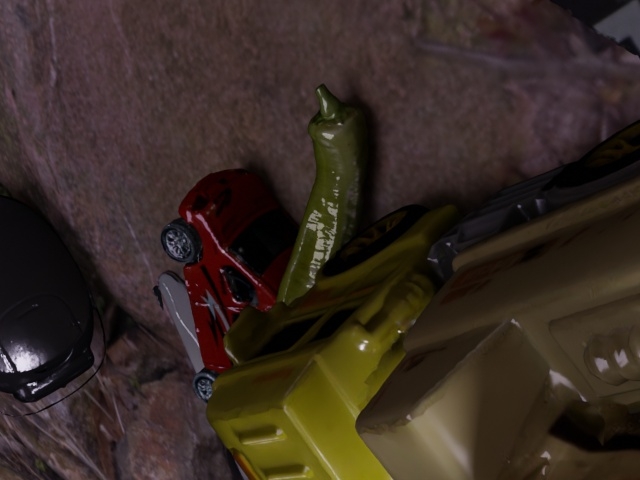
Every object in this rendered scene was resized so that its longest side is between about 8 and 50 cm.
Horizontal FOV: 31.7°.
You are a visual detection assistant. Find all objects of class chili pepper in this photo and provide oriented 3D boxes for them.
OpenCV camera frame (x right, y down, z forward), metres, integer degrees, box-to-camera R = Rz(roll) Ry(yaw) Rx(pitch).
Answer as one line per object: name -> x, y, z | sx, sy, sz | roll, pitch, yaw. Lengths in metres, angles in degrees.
chili pepper -> 0.001, 0.000, 0.734 | 0.043, 0.049, 0.208 | 15, 109, 10

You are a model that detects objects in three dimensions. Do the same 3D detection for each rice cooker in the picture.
rice cooker -> -0.285, 0.057, 1.019 | 0.203, 0.142, 0.118 | 63, 153, -6

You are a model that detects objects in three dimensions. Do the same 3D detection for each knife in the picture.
knife -> -0.059, 0.180, 0.944 | 0.081, 0.043, 0.336 | -13, 103, 44

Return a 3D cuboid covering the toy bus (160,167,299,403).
toy bus -> -0.044, 0.046, 0.810 | 0.089, 0.081, 0.195 | 9, 121, 32

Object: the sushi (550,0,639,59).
sushi -> 0.113, -0.227, 0.480 | 0.292, 0.059, 0.294 | 41, 139, 20

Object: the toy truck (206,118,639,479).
toy truck -> 0.109, 0.069, 0.535 | 0.405, 0.254, 0.180 | -21, 103, 53
